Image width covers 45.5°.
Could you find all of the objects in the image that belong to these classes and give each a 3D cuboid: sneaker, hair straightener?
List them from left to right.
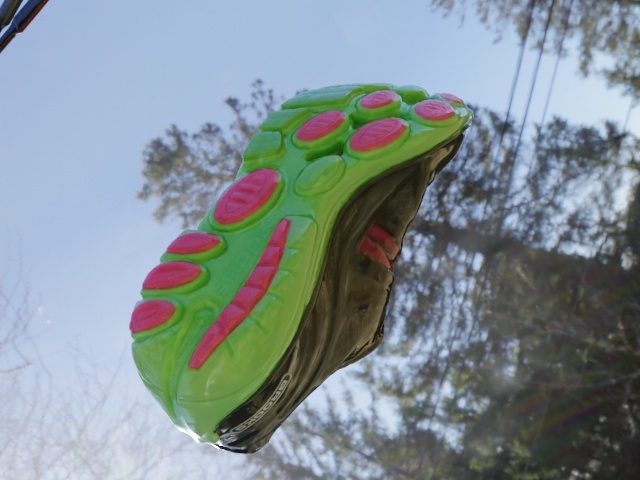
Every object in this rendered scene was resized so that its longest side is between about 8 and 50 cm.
[{"bbox_3d":[-0.526,-0.344,1.212,0.230,0.047,0.089,-39,-32,18],"label":"hair straightener"},{"bbox_3d":[0.000,0.000,0.760,0.483,0.185,0.202,-48,-35,-33],"label":"sneaker"}]
